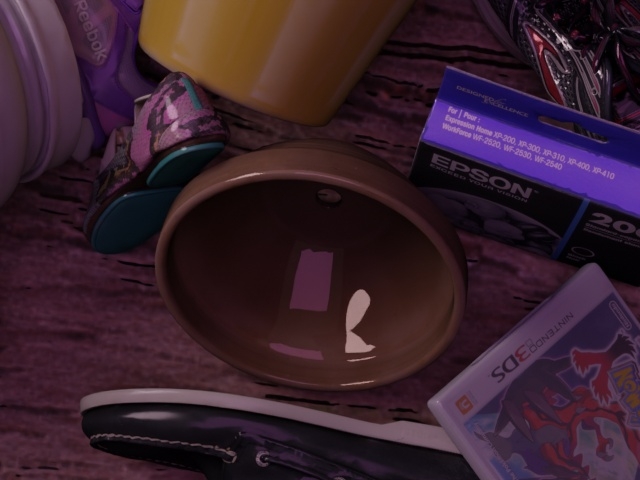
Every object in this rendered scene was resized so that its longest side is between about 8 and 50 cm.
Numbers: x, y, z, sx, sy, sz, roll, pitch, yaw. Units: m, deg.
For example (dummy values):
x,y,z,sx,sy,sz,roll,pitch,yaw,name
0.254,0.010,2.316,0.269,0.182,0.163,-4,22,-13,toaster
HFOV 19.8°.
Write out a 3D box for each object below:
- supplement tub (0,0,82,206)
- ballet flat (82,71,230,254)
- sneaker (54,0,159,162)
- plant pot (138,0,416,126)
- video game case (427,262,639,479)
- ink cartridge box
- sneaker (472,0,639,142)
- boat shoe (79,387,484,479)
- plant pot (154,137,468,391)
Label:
x,y,z,sx,sy,sz,roll,pitch,yaw,name
-0.357,-0.093,1.337,0.316,0.228,0.228,-24,85,-32,supplement tub
-0.131,-0.064,1.402,0.077,0.221,0.079,-8,71,-27,ballet flat
-0.188,-0.186,1.462,0.105,0.095,0.236,-18,91,-5,sneaker
-0.021,-0.227,1.390,0.254,0.254,0.239,25,104,4,plant pot
0.204,0.149,1.403,0.183,0.023,0.201,-39,97,-23,video game case
0.171,-0.042,1.375,0.206,0.208,0.045,19,71,4,ink cartridge box
0.217,-0.158,1.429,0.121,0.112,0.299,-35,85,0,sneaker
-0.023,0.188,1.409,0.340,0.127,0.113,10,75,-6,boat shoe
0.000,0.000,1.403,0.237,0.237,0.109,12,46,3,plant pot
